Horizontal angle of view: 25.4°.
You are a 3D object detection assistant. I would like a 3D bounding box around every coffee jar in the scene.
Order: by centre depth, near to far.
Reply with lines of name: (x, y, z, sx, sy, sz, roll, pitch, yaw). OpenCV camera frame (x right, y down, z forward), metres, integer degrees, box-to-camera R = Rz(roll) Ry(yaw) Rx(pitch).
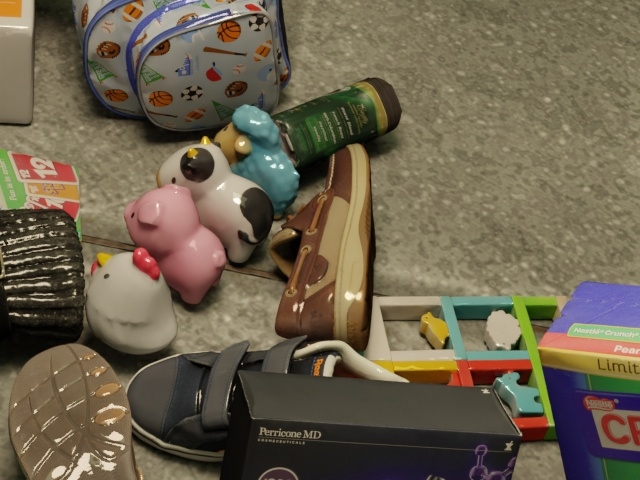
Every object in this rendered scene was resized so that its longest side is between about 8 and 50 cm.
coffee jar: (0.011, -0.146, 1.807, 0.184, 0.096, 0.079, -25, 96, -31)

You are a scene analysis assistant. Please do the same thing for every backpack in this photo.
backpack: (-0.174, -0.260, 1.783, 0.263, 0.276, 0.213, -9, 47, -3)

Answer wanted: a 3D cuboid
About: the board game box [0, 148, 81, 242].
board game box: (-0.403, -0.062, 1.632, 0.259, 0.039, 0.124, 11, 44, -23)

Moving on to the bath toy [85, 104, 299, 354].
bath toy: (-0.153, -0.018, 1.614, 0.151, 0.129, 0.348, 26, 44, 11)

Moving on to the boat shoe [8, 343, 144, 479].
boat shoe: (-0.226, 0.244, 1.378, 0.123, 0.116, 0.324, -12, 49, -12)

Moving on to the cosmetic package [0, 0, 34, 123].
cosmetic package: (-0.485, -0.363, 1.861, 0.230, 0.161, 0.453, 1, 47, -12)

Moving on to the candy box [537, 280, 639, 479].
candy box: (0.373, 0.205, 1.345, 0.268, 0.317, 0.122, 5, 35, 33)

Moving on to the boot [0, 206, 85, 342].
boot: (-0.372, 0.102, 1.469, 0.260, 0.131, 0.348, 9, 59, -24)

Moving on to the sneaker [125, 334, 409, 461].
sneaker: (-0.048, 0.159, 1.467, 0.321, 0.127, 0.126, 5, 59, 2)

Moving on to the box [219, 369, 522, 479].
box: (0.040, 0.233, 1.362, 0.261, 0.184, 0.103, 5, 19, -14)

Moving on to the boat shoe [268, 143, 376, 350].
boat shoe: (0.000, 0.000, 1.649, 0.123, 0.123, 0.342, -2, 39, 5)

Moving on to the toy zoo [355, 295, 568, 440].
toy zoo: (0.161, 0.143, 1.613, 0.293, 0.030, 0.192, 0, 47, -12)
